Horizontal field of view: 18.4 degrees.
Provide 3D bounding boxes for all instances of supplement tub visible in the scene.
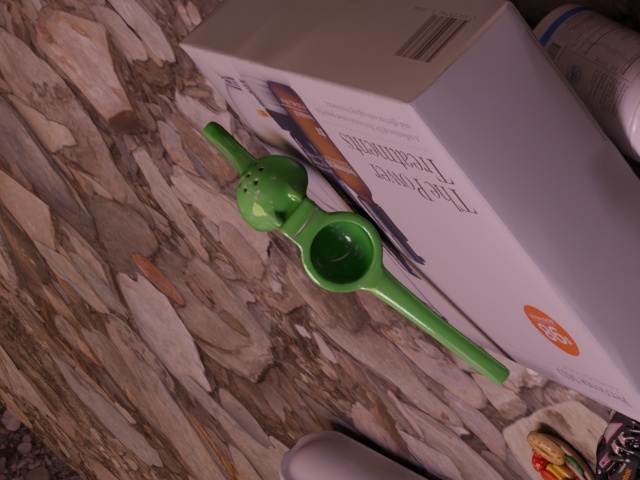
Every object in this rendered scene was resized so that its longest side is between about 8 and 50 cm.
[{"bbox_3d":[0.180,-0.095,1.205,0.107,0.071,0.071,34,157,36],"label":"supplement tub"}]

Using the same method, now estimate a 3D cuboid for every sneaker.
[{"bbox_3d":[0.248,0.152,1.505,0.072,0.077,0.178,22,159,12],"label":"sneaker"}]

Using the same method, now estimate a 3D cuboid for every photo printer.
[{"bbox_3d":[0.089,0.350,2.222,0.307,0.107,0.256,23,149,51],"label":"photo printer"}]

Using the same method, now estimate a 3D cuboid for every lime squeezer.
[{"bbox_3d":[0.000,0.000,1.391,0.310,0.059,0.110,40,168,26],"label":"lime squeezer"}]

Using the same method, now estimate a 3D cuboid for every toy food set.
[{"bbox_3d":[0.218,0.207,1.791,0.082,0.020,0.083,43,160,15],"label":"toy food set"}]

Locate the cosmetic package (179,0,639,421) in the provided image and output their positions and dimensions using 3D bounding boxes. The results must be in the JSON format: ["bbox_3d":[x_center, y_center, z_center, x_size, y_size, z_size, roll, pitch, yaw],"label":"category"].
[{"bbox_3d":[0.084,-0.041,1.328,0.284,0.097,0.377,48,170,-24],"label":"cosmetic package"}]

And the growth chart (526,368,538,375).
[{"bbox_3d":[0.154,0.030,1.588,0.237,0.021,0.172,51,160,-11],"label":"growth chart"}]
